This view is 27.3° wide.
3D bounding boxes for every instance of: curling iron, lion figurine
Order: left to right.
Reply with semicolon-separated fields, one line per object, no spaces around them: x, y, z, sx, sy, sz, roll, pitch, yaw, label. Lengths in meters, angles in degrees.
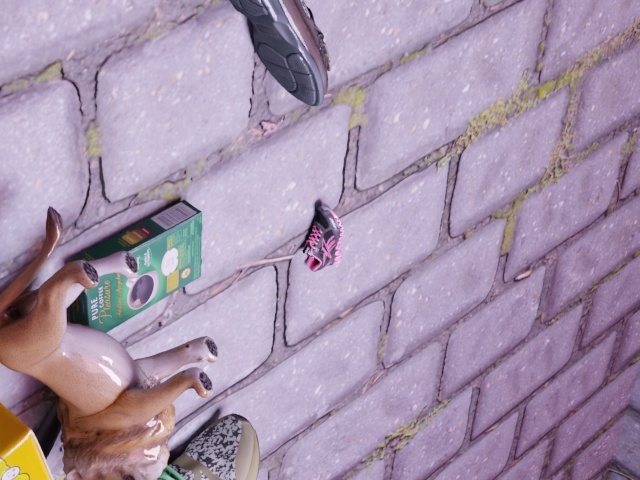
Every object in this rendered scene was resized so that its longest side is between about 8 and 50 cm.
-0.353;0.287;1.658;0.068;0.035;0.274;17;104;-20;curling iron
-0.276;0.145;1.523;0.240;0.142;0.392;-27;121;16;lion figurine

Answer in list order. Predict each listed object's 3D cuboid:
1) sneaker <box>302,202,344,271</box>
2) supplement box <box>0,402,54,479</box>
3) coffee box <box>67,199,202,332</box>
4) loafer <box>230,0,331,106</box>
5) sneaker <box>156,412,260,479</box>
0.000;0.000;1.888;0.057;0.047;0.119;-26;138;-23;sneaker
-0.471;0.309;1.365;0.356;0.194;0.195;-40;146;-26;supplement box
-0.223;0.035;1.602;0.184;0.040;0.113;-33;144;-35;coffee box
-0.035;-0.260;1.544;0.084;0.096;0.267;-54;148;-15;loafer
-0.245;0.375;1.817;0.410;0.158;0.182;-47;131;-25;sneaker
